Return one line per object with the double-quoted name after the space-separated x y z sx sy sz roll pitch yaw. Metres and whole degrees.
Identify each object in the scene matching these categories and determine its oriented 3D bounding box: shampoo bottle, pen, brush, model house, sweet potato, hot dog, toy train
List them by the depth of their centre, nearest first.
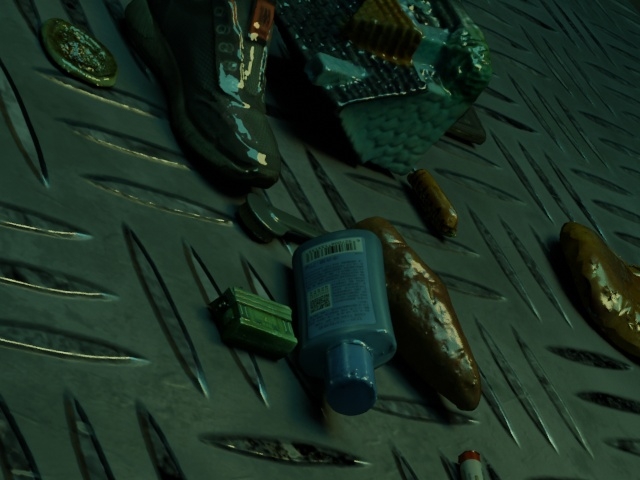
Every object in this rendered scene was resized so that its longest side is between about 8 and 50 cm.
-0.067 0.084 1.529 0.093 0.038 0.056 23 37 -38 "toy train"
0.165 0.295 1.550 0.026 0.026 0.218 32 27 -23 "pen"
0.024 0.084 1.595 0.258 0.103 0.061 -95 169 -56 "shampoo bottle"
0.109 0.087 1.728 0.252 0.097 0.097 56 27 17 "sweet potato"
0.000 0.000 1.788 0.266 0.027 0.062 21 32 -47 "brush"
0.051 -0.266 2.050 0.241 0.226 0.261 14 35 -46 "model house"
0.152 -0.051 2.075 0.037 0.049 0.122 -17 49 -20 "hot dog"

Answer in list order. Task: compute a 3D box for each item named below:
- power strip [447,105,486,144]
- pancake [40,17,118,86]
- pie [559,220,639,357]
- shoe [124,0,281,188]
0.148 -0.288 2.393 0.251 0.092 0.257 22 36 -46 "power strip"
-0.271 -0.212 1.722 0.108 0.017 0.108 32 31 -21 "pancake"
0.454 0.075 2.298 0.273 0.069 0.273 38 25 -21 "pie"
-0.102 -0.216 1.798 0.132 0.171 0.336 15 36 -47 "shoe"
